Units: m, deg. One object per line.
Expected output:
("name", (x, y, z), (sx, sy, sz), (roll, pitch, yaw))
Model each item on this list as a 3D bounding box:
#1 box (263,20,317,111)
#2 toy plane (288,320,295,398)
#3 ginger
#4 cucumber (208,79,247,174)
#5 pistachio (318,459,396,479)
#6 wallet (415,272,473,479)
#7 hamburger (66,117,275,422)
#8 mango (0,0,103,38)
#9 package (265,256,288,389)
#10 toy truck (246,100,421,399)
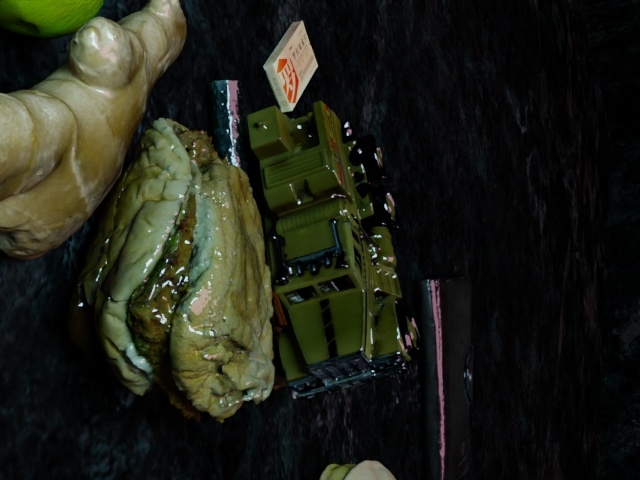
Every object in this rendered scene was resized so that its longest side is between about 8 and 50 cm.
("box", (-0.030, -0.185, 0.942), (0.093, 0.015, 0.058), (-65, 145, -44))
("toy plane", (-0.002, 0.080, 0.929), (0.226, 0.058, 0.226), (-58, 142, -45))
("ginger", (-0.158, -0.082, 0.575), (0.333, 0.081, 0.148), (-61, 159, -47))
("cucumber", (-0.082, -0.078, 0.808), (0.032, 0.032, 0.133), (-13, 100, -64))
("pistachio", (0.041, 0.333, 0.926), (0.145, 0.117, 0.200), (22, 68, -57))
("wallet", (0.194, 0.210, 1.336), (0.172, 0.045, 0.318), (-1, 90, -63))
("hamburger", (-0.108, 0.024, 0.658), (0.183, 0.130, 0.206), (75, 11, -56))
("mango", (-0.184, -0.191, 0.534), (0.178, 0.100, 0.119), (56, 34, -63))
("package", (-0.062, 0.074, 0.815), (0.071, 0.047, 0.131), (19, 51, -64))
("toy truck", (0.002, 0.004, 0.786), (0.127, 0.127, 0.257), (48, 29, -61))
